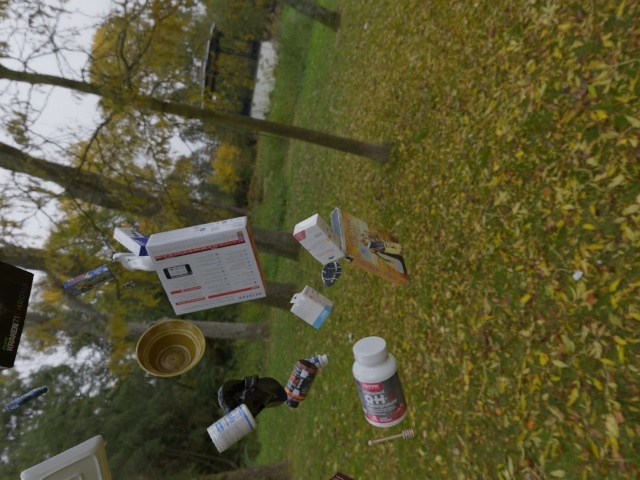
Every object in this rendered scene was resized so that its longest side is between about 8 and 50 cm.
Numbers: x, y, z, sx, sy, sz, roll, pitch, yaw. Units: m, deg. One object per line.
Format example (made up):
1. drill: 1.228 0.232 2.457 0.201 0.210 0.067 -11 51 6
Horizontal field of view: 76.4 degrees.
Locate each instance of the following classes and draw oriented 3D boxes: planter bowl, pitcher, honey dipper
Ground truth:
1. planter bowl: -0.500 0.382 1.373 0.217 0.217 0.090 -95 13 -47
2. pitcher: -0.825 0.080 1.881 0.178 0.207 0.125 36 -135 -66
3. honey dipper: 0.244 0.685 1.411 0.030 0.161 0.030 168 90 -88

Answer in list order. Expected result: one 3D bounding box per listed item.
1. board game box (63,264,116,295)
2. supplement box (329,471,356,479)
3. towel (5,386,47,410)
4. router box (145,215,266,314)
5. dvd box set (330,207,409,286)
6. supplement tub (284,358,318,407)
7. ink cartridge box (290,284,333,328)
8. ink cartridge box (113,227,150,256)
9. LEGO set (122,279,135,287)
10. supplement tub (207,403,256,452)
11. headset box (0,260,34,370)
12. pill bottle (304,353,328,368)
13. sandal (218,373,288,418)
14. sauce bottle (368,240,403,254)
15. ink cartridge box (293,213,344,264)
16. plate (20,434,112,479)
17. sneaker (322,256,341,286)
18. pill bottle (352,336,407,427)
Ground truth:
1. board game box: -1.131 0.197 2.002 0.035 0.201 0.136 58 157 15
2. supplement box: 0.026 0.901 1.366 0.130 0.240 0.073 -19 96 56
3. towel: -1.047 0.561 1.454 0.119 0.067 0.029 -22 -90 -79
4. router box: -0.386 0.093 1.423 0.082 0.336 0.301 -104 4 -58
5. dvd box set: 0.244 0.032 2.032 0.062 0.421 0.307 -47 30 33
6. supplement tub: -0.093 0.640 1.815 0.197 0.106 0.106 -66 13 -1
7. ink cartridge box: -0.039 0.246 1.544 0.089 0.143 0.092 -55 3 17
8. ink cartridge box: -0.723 0.004 1.613 0.207 0.097 0.046 26 105 35
9. LEGO set: -0.914 0.215 1.942 0.083 0.054 0.023 19 142 46
10. supplement tub: -0.223 0.475 1.033 0.071 0.107 0.071 45 152 32
11. headset box: -0.816 0.143 0.874 0.283 0.131 0.246 51 -155 -56
12. pill bottle: -0.023 0.610 2.028 0.067 0.120 0.067 163 90 -87
13. sandal: -0.239 0.572 1.557 0.107 0.167 0.446 -48 -21 5
14. sauce bottle: 0.242 0.025 1.508 0.042 0.128 0.042 -172 90 -82
15. ink cartridge box: 0.000 0.000 1.605 0.115 0.198 0.067 -25 34 28
16. plate: -0.982 0.951 1.603 0.045 0.277 0.277 20 118 44
17. sneaker: 0.071 0.165 2.413 0.122 0.110 0.282 96 -176 -51
18. pill bottle: 0.226 0.545 1.590 0.176 0.177 0.318 -127 21 -73
